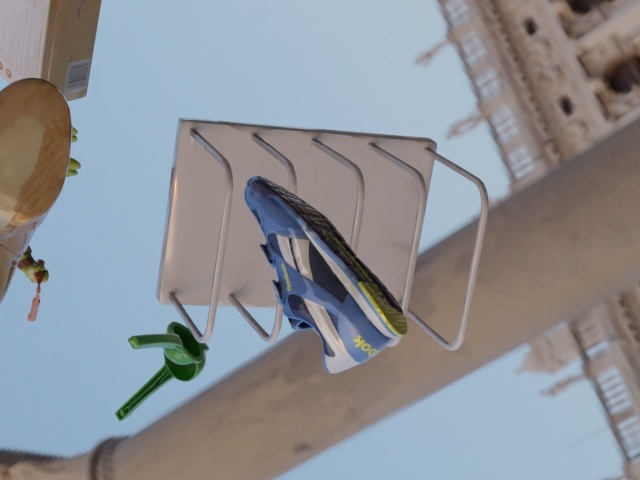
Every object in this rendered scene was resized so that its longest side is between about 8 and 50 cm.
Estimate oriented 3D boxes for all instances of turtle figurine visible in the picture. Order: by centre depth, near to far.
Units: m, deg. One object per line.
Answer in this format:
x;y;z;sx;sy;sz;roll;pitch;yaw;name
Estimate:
-0.381;-0.042;1.762;0.269;0.087;0.217;80;-156;-45;turtle figurine

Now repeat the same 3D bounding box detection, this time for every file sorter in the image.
0.000;0.000;1.364;0.278;0.193;0.173;3;-164;-20;file sorter

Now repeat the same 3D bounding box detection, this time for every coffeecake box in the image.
-0.317;-0.250;1.452;0.068;0.142;0.185;-22;-129;-40;coffeecake box

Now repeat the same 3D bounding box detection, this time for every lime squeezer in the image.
-0.183;0.134;1.598;0.110;0.310;0.059;-13;-108;-15;lime squeezer

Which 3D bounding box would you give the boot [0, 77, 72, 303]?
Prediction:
-0.323;-0.054;1.368;0.104;0.295;0.211;17;-159;-18;boot

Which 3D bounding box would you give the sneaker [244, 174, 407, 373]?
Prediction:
-0.010;0.019;0.851;0.144;0.059;0.053;52;-163;25;sneaker
